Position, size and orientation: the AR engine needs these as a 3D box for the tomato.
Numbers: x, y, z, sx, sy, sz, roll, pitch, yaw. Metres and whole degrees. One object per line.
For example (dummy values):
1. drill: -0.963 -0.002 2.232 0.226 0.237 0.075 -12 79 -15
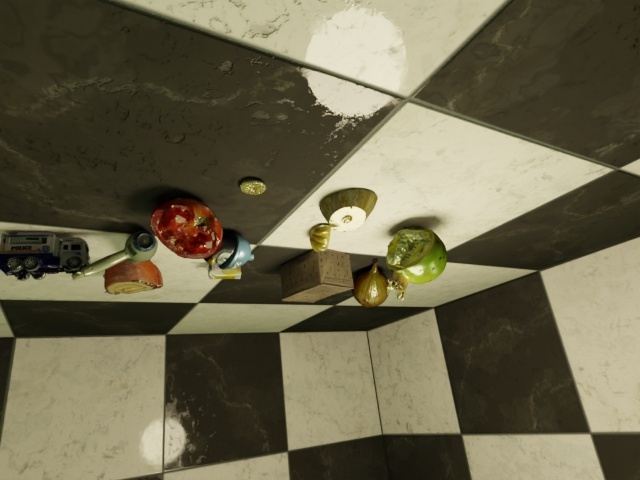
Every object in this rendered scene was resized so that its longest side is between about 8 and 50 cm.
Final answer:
1. tomato: -0.436 -0.055 1.410 0.201 0.139 0.233 -26 118 25

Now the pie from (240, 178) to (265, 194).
1. pie: -0.213 -0.172 1.335 0.084 0.021 0.084 -3 156 -1

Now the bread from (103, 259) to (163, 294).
1. bread: -0.839 0.158 1.842 0.245 0.122 0.190 -13 156 13

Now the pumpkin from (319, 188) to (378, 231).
1. pumpkin: 0.104 -0.097 1.518 0.218 0.110 0.217 -1 155 -1

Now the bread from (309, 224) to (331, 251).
1. bread: 0.000 0.000 1.745 0.083 0.094 0.157 -6 167 -13

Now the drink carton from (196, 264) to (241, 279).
1. drink carton: -0.475 0.142 1.970 0.200 0.084 0.074 0 147 -15

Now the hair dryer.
1. hair dryer: -0.750 0.066 1.593 0.298 0.118 0.296 -28 -179 -13

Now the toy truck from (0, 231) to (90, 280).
1. toy truck: -0.966 0.049 1.493 0.268 0.155 0.124 -1 158 -21

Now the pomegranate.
1. pomegranate: 0.389 0.091 1.783 0.261 0.340 0.260 29 175 3

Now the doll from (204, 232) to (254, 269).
1. doll: -0.400 0.038 1.649 0.314 0.140 0.177 14 146 -36

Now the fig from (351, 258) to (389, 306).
1. fig: 0.291 0.214 2.289 0.217 0.216 0.320 -2 136 -12

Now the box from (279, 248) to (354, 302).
1. box: -0.022 0.176 2.051 0.225 0.190 0.297 13 153 -41
